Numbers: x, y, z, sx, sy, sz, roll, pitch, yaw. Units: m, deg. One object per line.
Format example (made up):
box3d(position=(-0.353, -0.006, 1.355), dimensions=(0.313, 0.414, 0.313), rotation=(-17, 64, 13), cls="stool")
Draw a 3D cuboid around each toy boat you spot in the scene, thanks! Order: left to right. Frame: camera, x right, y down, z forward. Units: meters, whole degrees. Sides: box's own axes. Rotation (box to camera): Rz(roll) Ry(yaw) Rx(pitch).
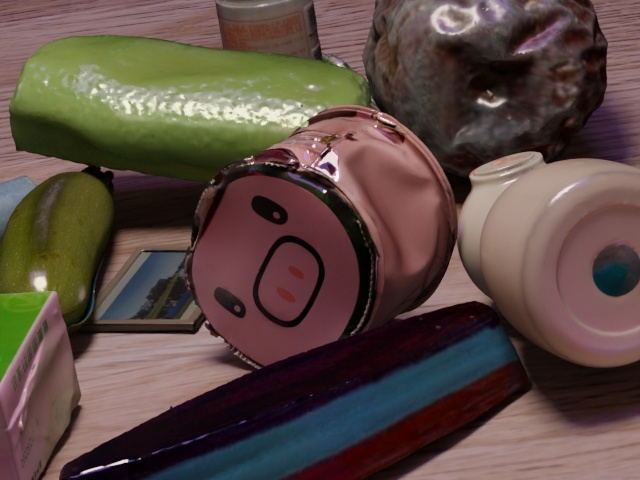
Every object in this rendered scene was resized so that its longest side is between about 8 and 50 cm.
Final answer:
box3d(position=(-0.026, 0.137, 1.375), dimensions=(0.392, 0.079, 0.136), rotation=(-20, 25, -29), cls="toy boat")

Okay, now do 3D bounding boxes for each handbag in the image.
box3d(position=(-0.001, 0.001, 1.511), dimensions=(0.179, 0.205, 0.116), rotation=(36, 40, 14), cls="handbag")

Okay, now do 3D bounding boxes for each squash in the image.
box3d(position=(-0.237, -0.001, 1.716), dimensions=(0.094, 0.094, 0.341), rotation=(-7, 23, 5), cls="squash")

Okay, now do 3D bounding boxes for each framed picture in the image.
box3d(position=(-0.136, 0.041, 1.682), dimensions=(0.109, 0.011, 0.149), rotation=(-1, 26, 18), cls="framed picture")

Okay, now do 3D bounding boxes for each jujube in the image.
box3d(position=(0.154, -0.181, 1.836), dimensions=(0.226, 0.226, 0.317), rotation=(-9, 19, 1), cls="jujube")

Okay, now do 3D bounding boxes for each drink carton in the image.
box3d(position=(-0.333, 0.122, 1.463), dimensions=(0.271, 0.108, 0.161), rotation=(-2, 28, 12), cls="drink carton")

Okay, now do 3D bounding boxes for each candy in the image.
box3d(position=(-0.119, -0.111, 1.808), dimensions=(0.344, 0.132, 0.142), rotation=(8, 51, 12), cls="candy")

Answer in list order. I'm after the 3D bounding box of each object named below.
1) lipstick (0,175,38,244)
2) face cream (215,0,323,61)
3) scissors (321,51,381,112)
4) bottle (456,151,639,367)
box3d(position=(-0.380, 0.013, 1.766), dimensions=(0.274, 0.061, 0.068), rotation=(-25, 30, -30), cls="lipstick")
box3d(position=(-0.056, -0.233, 1.955), dimensions=(0.101, 0.251, 0.101), rotation=(-8, 25, 4), cls="face cream")
box3d(position=(0.017, -0.174, 2.033), dimensions=(0.027, 0.101, 0.204), rotation=(-46, 51, -10), cls="scissors")
box3d(position=(0.180, 0.004, 1.467), dimensions=(0.147, 0.147, 0.236), rotation=(-15, 12, -12), cls="bottle")
